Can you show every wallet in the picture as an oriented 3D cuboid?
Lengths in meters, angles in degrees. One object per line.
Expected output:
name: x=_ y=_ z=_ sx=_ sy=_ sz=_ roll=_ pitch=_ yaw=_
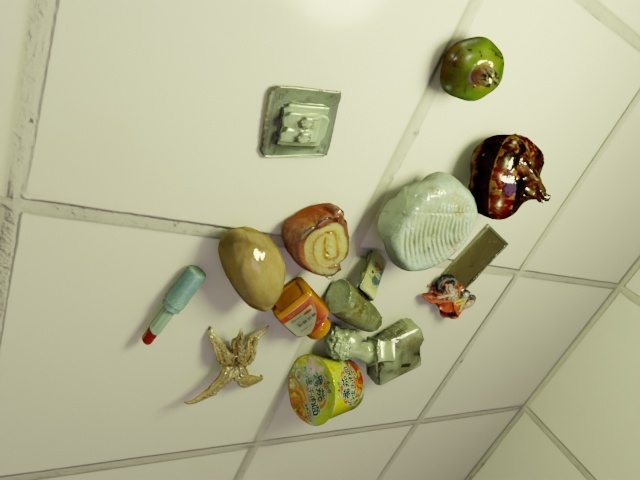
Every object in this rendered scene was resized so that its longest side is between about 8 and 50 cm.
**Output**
wallet: x=0.183 y=0.121 z=1.678 sx=0.110 sy=0.039 sz=0.155 roll=46 pitch=56 yaw=-43

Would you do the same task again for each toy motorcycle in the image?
toy motorcycle: x=0.546 y=0.244 z=1.998 sx=0.171 sy=0.089 sz=0.298 roll=-39 pitch=133 yaw=16

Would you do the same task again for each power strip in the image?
power strip: x=-0.045 y=-0.304 z=1.269 sx=0.213 sy=0.064 sz=0.198 roll=-7 pitch=128 yaw=-27

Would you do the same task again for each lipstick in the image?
lipstick: x=-0.437 y=0.194 z=1.399 sx=0.061 sy=0.068 sz=0.274 roll=28 pitch=104 yaw=-45

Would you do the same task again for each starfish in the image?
starfish: x=-0.307 y=0.396 z=1.618 sx=0.301 sy=0.084 sz=0.294 roll=-5 pitch=121 yaw=-32

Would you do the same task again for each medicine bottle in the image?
medicine bottle: x=-0.057 y=0.245 z=1.632 sx=0.149 sy=0.112 sz=0.222 roll=-37 pitch=133 yaw=0

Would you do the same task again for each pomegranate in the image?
pomegranate: x=0.432 y=-0.468 z=1.330 sx=0.179 sy=0.210 sz=0.180 roll=-6 pitch=126 yaw=-8

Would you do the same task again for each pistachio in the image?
pistachio: x=-0.196 y=0.078 z=1.398 sx=0.181 sy=0.162 sz=0.293 roll=-10 pitch=132 yaw=9

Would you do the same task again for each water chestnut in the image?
water chestnut: x=0.632 y=-0.205 z=1.585 sx=0.299 sy=0.300 sz=0.300 roll=-16 pitch=129 yaw=-20

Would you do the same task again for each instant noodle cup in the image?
instant noodle cup: x=0.033 y=0.561 z=1.837 sx=0.200 sy=0.264 sz=0.264 roll=7 pitch=119 yaw=-43

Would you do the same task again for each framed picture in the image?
framed picture: x=0.646 y=0.077 z=1.988 sx=0.281 sy=0.019 sz=0.209 roll=-49 pitch=132 yaw=9

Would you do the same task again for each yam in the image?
yam: x=0.132 y=0.252 z=1.746 sx=0.133 sy=0.133 sz=0.330 roll=-44 pitch=139 yaw=5

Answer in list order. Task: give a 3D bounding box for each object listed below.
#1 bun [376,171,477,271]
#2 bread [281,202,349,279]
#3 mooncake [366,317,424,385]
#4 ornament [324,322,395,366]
bun: x=0.347 y=-0.069 z=1.585 sx=0.354 sy=0.194 sz=0.355 roll=-14 pitch=128 yaw=-18
bread: x=-0.011 y=0.006 z=1.477 sx=0.190 sy=0.123 sz=0.244 roll=-23 pitch=131 yaw=-12
mooncake: x=0.300 y=0.455 z=1.982 sx=0.254 sy=0.136 sz=0.250 roll=-21 pitch=128 yaw=-18
ornament: x=0.150 y=0.413 z=1.812 sx=0.285 sy=0.130 sz=0.120 roll=19 pitch=157 yaw=-8
